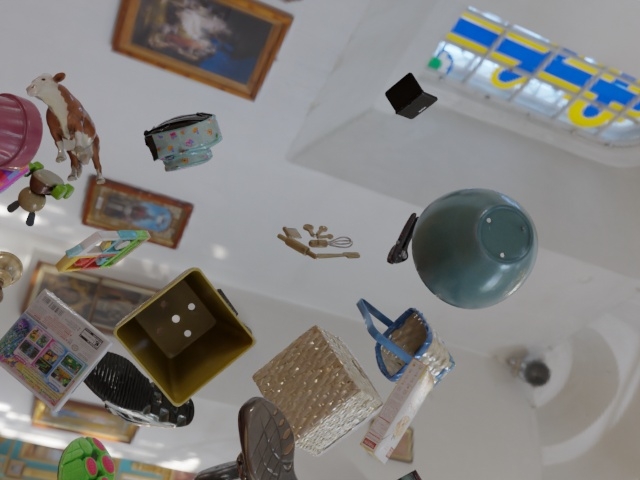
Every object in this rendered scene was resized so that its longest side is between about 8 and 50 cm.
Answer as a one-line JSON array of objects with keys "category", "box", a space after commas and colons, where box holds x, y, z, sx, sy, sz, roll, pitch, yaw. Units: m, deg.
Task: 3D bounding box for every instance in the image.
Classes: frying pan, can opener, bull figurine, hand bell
[{"category": "frying pan", "box": [-0.298, 0.700, 2.108, 0.326, 0.197, 0.053, 133, -56, -74]}, {"category": "can opener", "box": [0.271, -0.007, 2.264, 0.073, 0.059, 0.186, 21, -99, 39]}, {"category": "bull figurine", "box": [-0.599, -0.261, 1.672, 0.310, 0.101, 0.188, 80, -4, -71]}, {"category": "hand bell", "box": [-0.993, 0.138, 2.150, 0.126, 0.126, 0.242, -67, -155, 16]}]

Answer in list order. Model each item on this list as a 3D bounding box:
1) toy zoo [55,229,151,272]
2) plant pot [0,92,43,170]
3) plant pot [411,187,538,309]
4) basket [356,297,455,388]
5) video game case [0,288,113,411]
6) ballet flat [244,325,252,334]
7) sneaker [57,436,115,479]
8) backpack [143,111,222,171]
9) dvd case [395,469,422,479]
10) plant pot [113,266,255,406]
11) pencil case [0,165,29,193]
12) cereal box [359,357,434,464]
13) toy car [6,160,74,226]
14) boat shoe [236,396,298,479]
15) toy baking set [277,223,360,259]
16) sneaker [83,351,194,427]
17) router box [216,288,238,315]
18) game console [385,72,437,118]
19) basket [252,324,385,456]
[{"category": "toy zoo", "box": [-0.684, 0.032, 2.163, 0.192, 0.030, 0.293, -35, 169, 20]}, {"category": "plant pot", "box": [-0.844, -0.287, 1.770, 0.180, 0.201, 0.201, 10, 99, -67]}, {"category": "plant pot", "box": [0.376, 0.004, 1.589, 0.195, 0.290, 0.290, 137, -33, -74]}, {"category": "basket", "box": [0.232, 0.296, 2.023, 0.201, 0.289, 0.255, -45, -164, 9]}, {"category": "video game case", "box": [-0.454, 0.183, 1.176, 0.143, 0.157, 0.019, -52, 169, -11]}, {"category": "ballet flat", "box": [-0.322, 0.337, 2.132, 0.058, 0.250, 0.084, -116, -178, -69]}, {"category": "sneaker", "box": [-0.732, 0.828, 2.087, 0.202, 0.185, 0.482, -34, -129, 36]}, {"category": "backpack", "box": [-0.360, -0.273, 1.901, 0.166, 0.188, 0.144, -74, 143, -73]}, {"category": "dvd case", "box": [0.263, 0.765, 2.132, 0.087, 0.119, 0.013, 56, -19, 31]}, {"category": "plant pot", "box": [-0.301, 0.187, 1.502, 0.212, 0.212, 0.187, -39, -163, -11]}, {"category": "pencil case", "box": [-0.914, -0.159, 1.925, 0.236, 0.104, 0.104, -51, -175, -30]}, {"category": "cereal box", "box": [0.188, 0.412, 1.671, 0.240, 0.047, 0.173, -56, 154, -14]}, {"category": "toy car", "box": [-0.950, -0.145, 2.327, 0.188, 0.155, 0.149, -53, -176, 4]}, {"category": "boat shoe", "box": [-0.133, 0.506, 1.558, 0.130, 0.132, 0.355, 7, -65, 41]}, {"category": "toy baking set", "box": [-0.006, 0.001, 2.207, 0.256, 0.197, 0.030, 32, -53, 33]}, {"category": "sneaker", "box": [-0.473, 0.382, 1.691, 0.146, 0.330, 0.122, -22, -138, 31]}, {"category": "router box", "box": [-0.346, 0.243, 2.423, 0.038, 0.122, 0.092, -19, -155, 29]}, {"category": "game console", "box": [0.278, -0.441, 2.136, 0.122, 0.107, 0.071, -34, -126, 45]}, {"category": "basket", "box": [-0.014, 0.527, 2.454, 0.331, 0.266, 0.328, -39, -122, 5]}]
